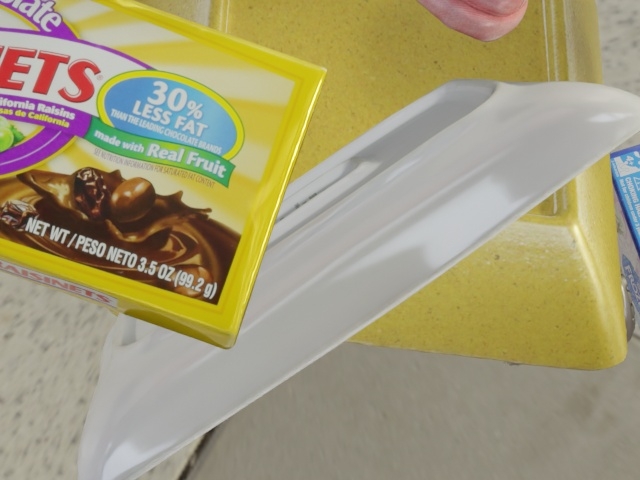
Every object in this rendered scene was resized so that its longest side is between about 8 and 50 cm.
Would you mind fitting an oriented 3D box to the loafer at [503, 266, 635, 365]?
[{"bbox_3d":[0.128,-0.042,1.548,0.130,0.134,0.366,-26,56,-7],"label":"loafer"}]

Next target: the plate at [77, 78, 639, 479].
[{"bbox_3d":[0.000,0.000,0.830,0.278,0.277,0.045,-35,98,-1],"label":"plate"}]

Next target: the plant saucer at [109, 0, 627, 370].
[{"bbox_3d":[0.038,-0.090,1.162,0.332,0.081,0.333,7,52,-7],"label":"plant saucer"}]

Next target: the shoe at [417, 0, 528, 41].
[{"bbox_3d":[0.025,-0.154,0.641,0.063,0.081,0.178,-20,60,-38],"label":"shoe"}]

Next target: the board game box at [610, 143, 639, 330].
[{"bbox_3d":[0.439,0.032,1.626,0.318,0.066,0.319,-18,84,-12],"label":"board game box"}]

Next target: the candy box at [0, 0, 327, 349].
[{"bbox_3d":[-0.110,-0.045,0.619,0.206,0.027,0.105,19,70,-2],"label":"candy box"}]
